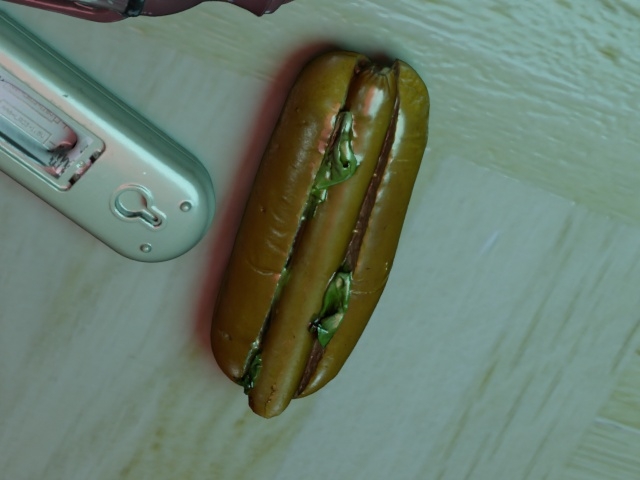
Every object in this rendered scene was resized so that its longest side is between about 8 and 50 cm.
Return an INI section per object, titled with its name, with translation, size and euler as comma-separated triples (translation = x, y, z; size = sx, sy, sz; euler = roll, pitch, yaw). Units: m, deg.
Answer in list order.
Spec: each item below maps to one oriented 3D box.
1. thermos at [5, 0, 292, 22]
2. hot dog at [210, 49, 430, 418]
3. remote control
[thermos]
translation = -0.159, -0.177, 0.896
size = 0.330, 0.109, 0.136
euler = 12, 117, -11
[hot dog]
translation = 0.000, 0.000, 1.033
size = 0.100, 0.068, 0.249
euler = 13, 117, -11
[remote control]
translation = -0.157, -0.062, 1.000
size = 0.221, 0.042, 0.078
euler = 38, 109, -22
